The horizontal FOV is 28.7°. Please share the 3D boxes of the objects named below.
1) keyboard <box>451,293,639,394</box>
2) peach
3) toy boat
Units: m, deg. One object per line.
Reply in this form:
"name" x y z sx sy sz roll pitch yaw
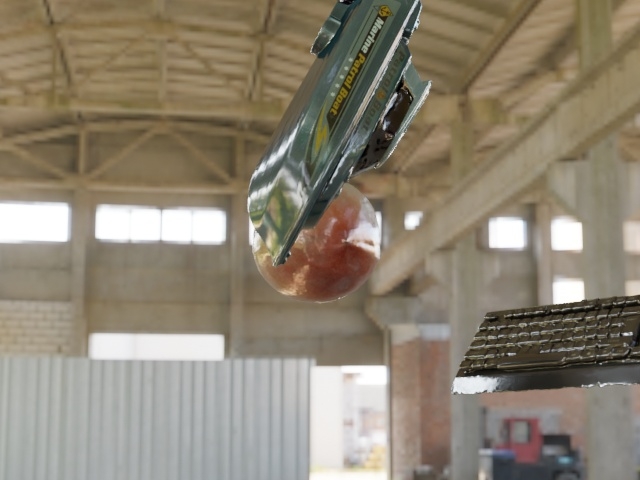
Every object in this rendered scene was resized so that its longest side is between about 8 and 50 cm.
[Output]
"keyboard" 0.164 0.059 0.755 0.196 0.074 0.015 -10 -57 46
"peach" -0.001 0.001 0.777 0.083 0.083 0.083 0 -9 0
"toy boat" 0.007 -0.049 0.573 0.060 0.141 0.055 27 -22 -2
